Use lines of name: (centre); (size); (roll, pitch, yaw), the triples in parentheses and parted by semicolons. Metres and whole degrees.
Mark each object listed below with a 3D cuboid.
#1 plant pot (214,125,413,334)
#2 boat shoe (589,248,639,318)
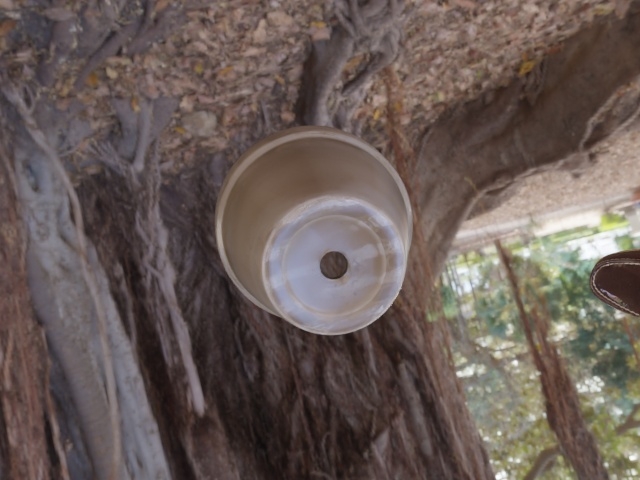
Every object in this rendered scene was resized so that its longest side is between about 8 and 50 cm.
plant pot: (0.000, 0.000, 0.981); (0.323, 0.323, 0.280); (-14, -166, -2)
boat shoe: (0.543, 0.086, 0.972); (0.123, 0.123, 0.342); (0, -166, -41)
